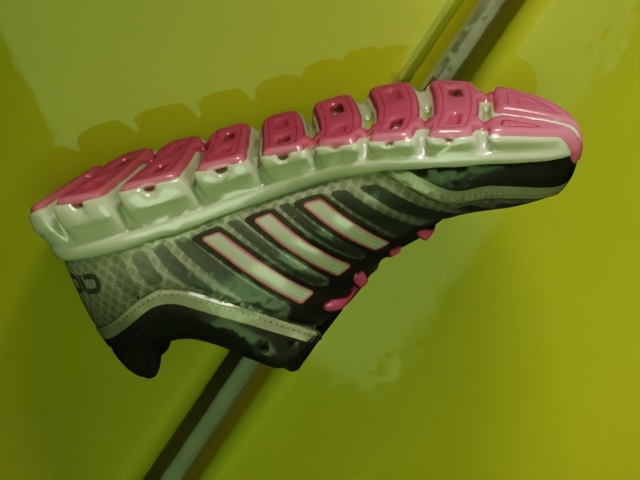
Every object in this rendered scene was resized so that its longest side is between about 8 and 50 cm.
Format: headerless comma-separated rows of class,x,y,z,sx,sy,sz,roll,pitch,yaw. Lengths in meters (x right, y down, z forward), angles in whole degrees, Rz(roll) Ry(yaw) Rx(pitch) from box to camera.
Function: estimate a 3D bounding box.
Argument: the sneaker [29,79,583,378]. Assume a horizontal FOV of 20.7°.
sneaker,0.000,0.000,0.543,0.170,0.063,0.074,-13,108,6
